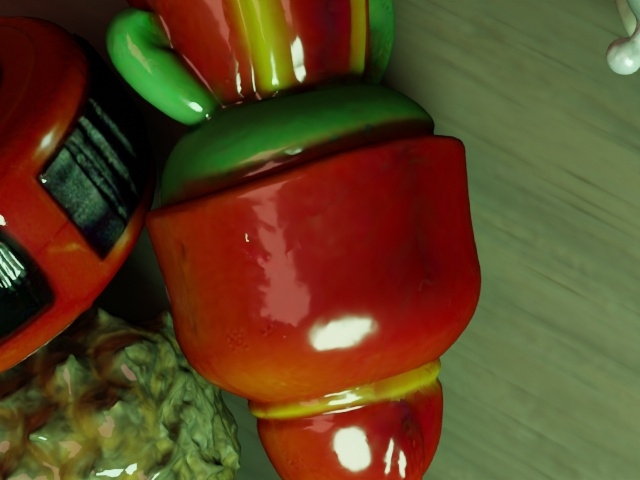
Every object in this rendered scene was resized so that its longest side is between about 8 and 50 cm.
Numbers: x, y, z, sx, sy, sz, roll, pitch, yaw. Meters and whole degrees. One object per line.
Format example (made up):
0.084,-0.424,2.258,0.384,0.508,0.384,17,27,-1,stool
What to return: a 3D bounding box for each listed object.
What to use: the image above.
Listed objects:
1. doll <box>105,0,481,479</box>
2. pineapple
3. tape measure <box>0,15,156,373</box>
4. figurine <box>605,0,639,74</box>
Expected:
-0.001,0.000,0.827,0.160,0.182,0.363,-6,96,48,doll
-0.224,0.154,0.914,0.361,0.175,0.175,-22,87,19,pineapple
-0.216,-0.010,0.862,0.260,0.253,0.114,-18,127,20,tape measure
0.233,-0.176,0.775,0.162,0.141,0.237,44,113,36,figurine
